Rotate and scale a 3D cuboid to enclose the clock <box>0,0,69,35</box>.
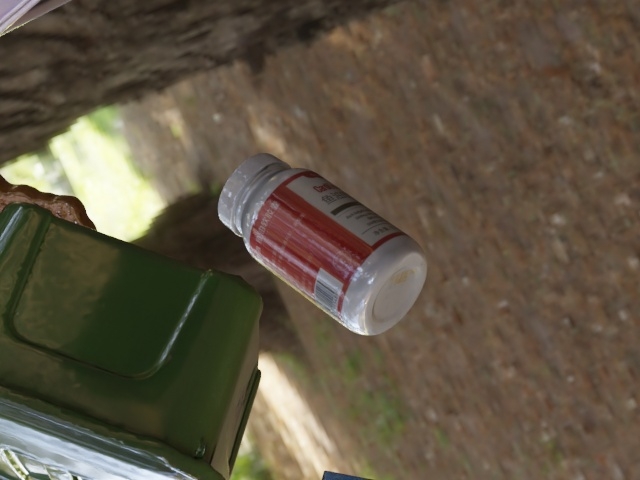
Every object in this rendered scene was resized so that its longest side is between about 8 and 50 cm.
[{"bbox_3d":[-0.101,-0.188,0.730,0.063,0.150,0.197,55,-147,-7],"label":"clock"}]

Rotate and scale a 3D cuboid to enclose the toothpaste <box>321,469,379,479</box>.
[{"bbox_3d":[0.019,0.286,1.108,0.044,0.070,0.193,100,180,-71],"label":"toothpaste"}]

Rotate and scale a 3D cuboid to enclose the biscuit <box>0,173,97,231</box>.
[{"bbox_3d":[-0.420,-0.012,1.686,0.044,0.295,0.186,-61,-5,-74],"label":"biscuit"}]

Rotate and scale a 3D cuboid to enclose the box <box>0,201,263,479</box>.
[{"bbox_3d":[-0.169,0.112,1.098,0.328,0.253,0.178,101,-172,-68],"label":"box"}]

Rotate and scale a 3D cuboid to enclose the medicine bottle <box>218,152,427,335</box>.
[{"bbox_3d":[0.000,0.000,1.662,0.250,0.131,0.131,36,155,30],"label":"medicine bottle"}]
